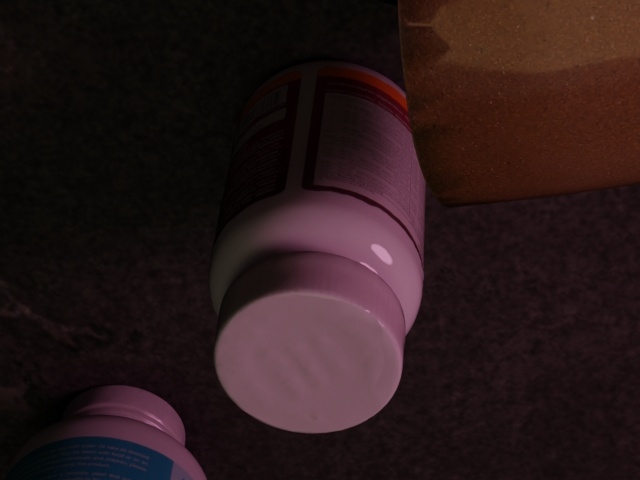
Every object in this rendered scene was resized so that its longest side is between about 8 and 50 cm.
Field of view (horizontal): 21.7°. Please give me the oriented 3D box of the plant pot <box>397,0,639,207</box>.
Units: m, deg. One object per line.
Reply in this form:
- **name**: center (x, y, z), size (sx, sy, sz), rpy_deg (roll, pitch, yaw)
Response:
- **plant pot**: center (0.188, -0.129, 0.813), size (0.254, 0.237, 0.237), rpy_deg (3, 128, 16)

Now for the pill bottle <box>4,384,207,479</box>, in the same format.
- **pill bottle**: center (-0.151, 0.217, 1.112), size (0.146, 0.264, 0.146), rpy_deg (2, 128, 3)

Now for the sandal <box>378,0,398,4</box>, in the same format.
- **sandal**: center (0.041, -0.162, 0.950), size (0.179, 0.040, 0.067), rpy_deg (30, 124, -17)

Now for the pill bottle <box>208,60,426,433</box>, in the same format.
- **pill bottle**: center (0.000, 0.000, 0.962), size (0.121, 0.221, 0.121), rpy_deg (2, 127, 3)
